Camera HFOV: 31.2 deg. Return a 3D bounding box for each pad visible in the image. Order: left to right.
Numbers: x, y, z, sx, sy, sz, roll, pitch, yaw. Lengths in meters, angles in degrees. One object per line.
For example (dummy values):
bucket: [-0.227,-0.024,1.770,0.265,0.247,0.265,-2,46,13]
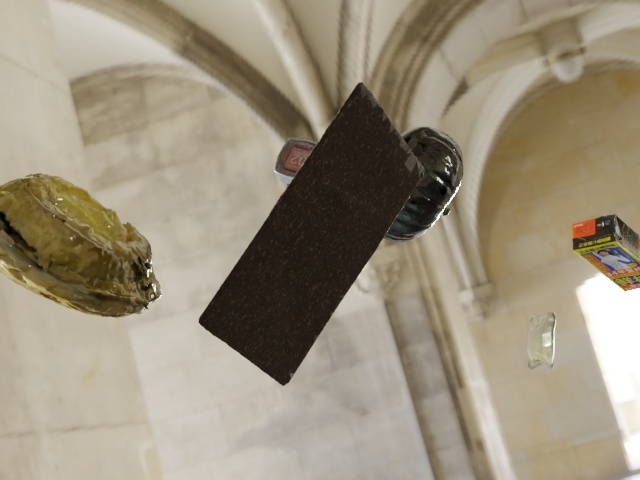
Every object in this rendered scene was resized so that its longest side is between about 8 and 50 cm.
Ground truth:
pad: [0.000,0.000,1.344,0.004,0.330,0.220,27,-12,35]

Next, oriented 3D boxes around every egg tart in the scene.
egg tart: [-0.311,-0.004,1.427,0.095,0.279,0.279,-57,-25,15]

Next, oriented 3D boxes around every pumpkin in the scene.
pumpkin: [0.149,-0.086,1.823,0.202,0.140,0.202,-58,1,2]

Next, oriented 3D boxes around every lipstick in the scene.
lipstick: [-0.005,-0.080,1.994,0.079,0.077,0.253,15,-21,22]

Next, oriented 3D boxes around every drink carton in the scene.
drink carton: [0.441,0.018,1.686,0.071,0.056,0.165,-17,-34,35]

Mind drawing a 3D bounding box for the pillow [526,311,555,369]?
pillow: [0.491,0.223,2.558,0.033,0.130,0.217,4,-8,-3]
